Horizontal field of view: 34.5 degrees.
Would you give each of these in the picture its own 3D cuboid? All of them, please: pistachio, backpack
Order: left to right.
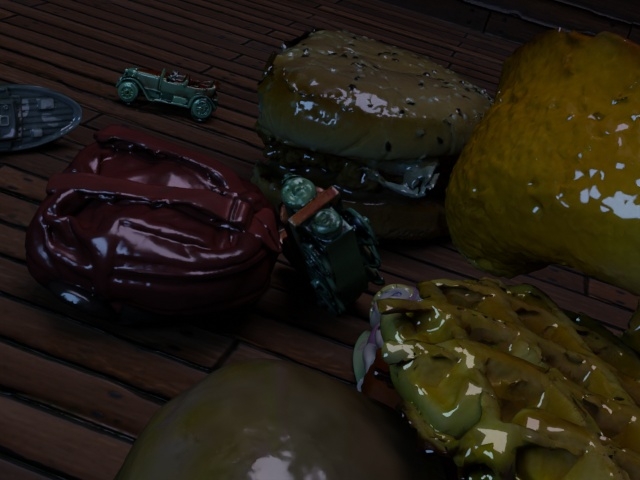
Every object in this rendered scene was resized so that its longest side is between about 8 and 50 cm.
[{"bbox_3d":[-0.140,-0.008,0.935,0.229,0.139,0.229,9,23,-4],"label":"backpack"},{"bbox_3d":[-0.031,0.173,0.579,0.213,0.162,0.260,-17,25,9],"label":"pistachio"}]

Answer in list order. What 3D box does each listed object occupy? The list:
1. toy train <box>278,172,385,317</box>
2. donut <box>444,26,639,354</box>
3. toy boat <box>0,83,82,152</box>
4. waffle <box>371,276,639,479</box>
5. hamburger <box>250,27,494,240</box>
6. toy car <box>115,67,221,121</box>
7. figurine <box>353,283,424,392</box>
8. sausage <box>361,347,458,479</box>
[{"bbox_3d":[0.000,0.000,0.992,0.074,0.176,0.118,-39,64,-9],"label":"toy train"},{"bbox_3d":[0.304,0.031,0.845,0.435,0.163,0.378,43,-12,-19],"label":"donut"},{"bbox_3d":[-0.379,-0.133,1.145,0.260,0.078,0.085,-11,17,-44],"label":"toy boat"},{"bbox_3d":[0.208,0.147,0.678,0.382,0.095,0.380,37,18,19],"label":"waffle"},{"bbox_3d":[0.073,-0.125,1.264,0.277,0.195,0.318,18,26,12],"label":"hamburger"},{"bbox_3d":[-0.214,-0.213,1.453,0.143,0.054,0.073,13,23,-7],"label":"toy car"},{"bbox_3d":[0.071,0.093,0.934,0.083,0.083,0.187,19,17,8],"label":"figurine"},{"bbox_3d":[0.134,0.198,0.700,0.097,0.094,0.348,12,26,-40],"label":"sausage"}]
